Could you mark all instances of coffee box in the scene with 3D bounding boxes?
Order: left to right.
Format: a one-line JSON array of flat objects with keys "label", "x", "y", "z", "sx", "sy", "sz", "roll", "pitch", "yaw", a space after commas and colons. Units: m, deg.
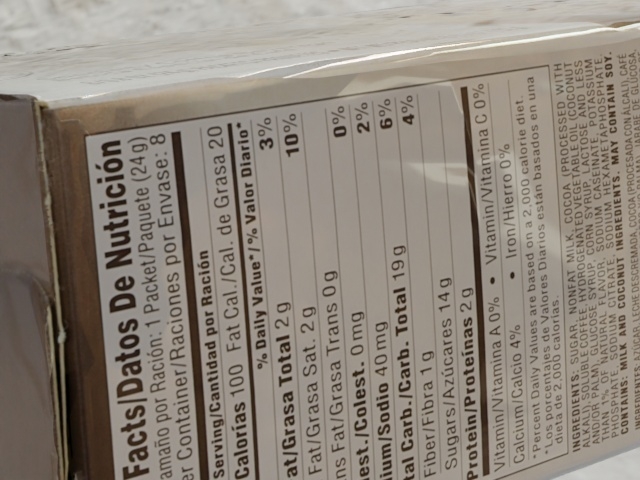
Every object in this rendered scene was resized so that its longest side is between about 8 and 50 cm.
[{"label": "coffee box", "x": 0.000, "y": 0.000, "z": 0.516, "sx": 0.297, "sy": 0.168, "sz": 0.118, "roll": -12, "pitch": 103, "yaw": -41}]
